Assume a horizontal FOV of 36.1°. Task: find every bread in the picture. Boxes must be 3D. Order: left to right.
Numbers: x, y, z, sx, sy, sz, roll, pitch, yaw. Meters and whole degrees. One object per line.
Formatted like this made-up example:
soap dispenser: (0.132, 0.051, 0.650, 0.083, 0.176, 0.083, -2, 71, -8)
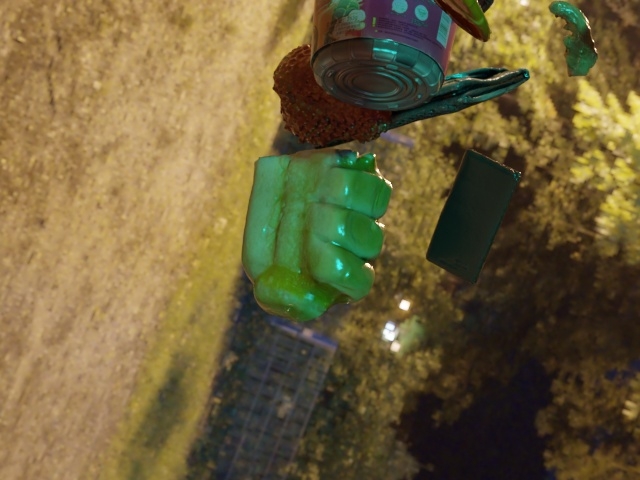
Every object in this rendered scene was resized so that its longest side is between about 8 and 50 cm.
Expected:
bread: (0.000, 0.000, 1.918, 0.210, 0.300, 0.341, 23, 67, -45)

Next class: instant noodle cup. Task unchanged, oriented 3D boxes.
instant noodle cup: (0.088, -0.294, 1.370, 0.258, 0.302, 0.182, 100, -1, -72)

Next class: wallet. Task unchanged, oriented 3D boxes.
wallet: (0.173, -0.246, 1.756, 0.237, 0.342, 0.075, -22, 97, -47)
wallet: (0.291, -0.045, 1.913, 0.025, 0.124, 0.244, -14, 129, -54)

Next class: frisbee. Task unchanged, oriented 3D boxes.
frisbee: (0.084, -0.246, 0.832, 0.035, 0.192, 0.192, -31, -176, 13)

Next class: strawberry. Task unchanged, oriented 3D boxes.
strawberry: (-0.001, -0.247, 1.590, 0.106, 0.236, 0.175, 22, 71, -48)

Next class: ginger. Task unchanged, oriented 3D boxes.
ginger: (0.516, -0.411, 1.991, 0.051, 0.069, 0.173, -50, 126, -50)
